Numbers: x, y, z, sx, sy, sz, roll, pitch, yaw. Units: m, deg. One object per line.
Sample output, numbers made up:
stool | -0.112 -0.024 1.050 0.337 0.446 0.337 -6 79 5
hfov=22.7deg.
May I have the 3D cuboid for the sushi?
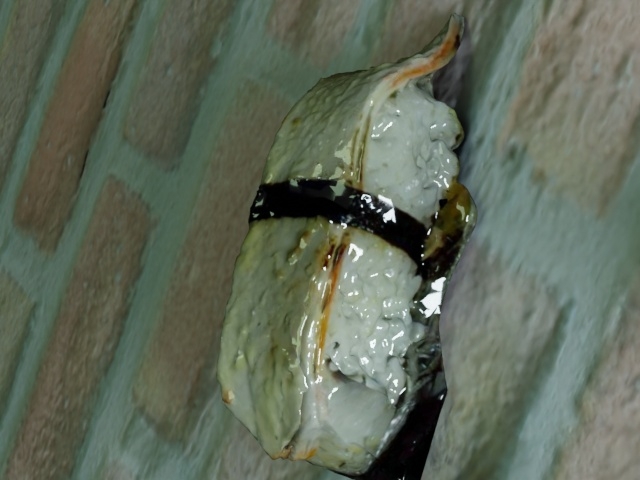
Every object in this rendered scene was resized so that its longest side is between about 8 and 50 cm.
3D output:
sushi | 0.012 -0.007 0.893 0.134 0.109 0.273 18 94 55
